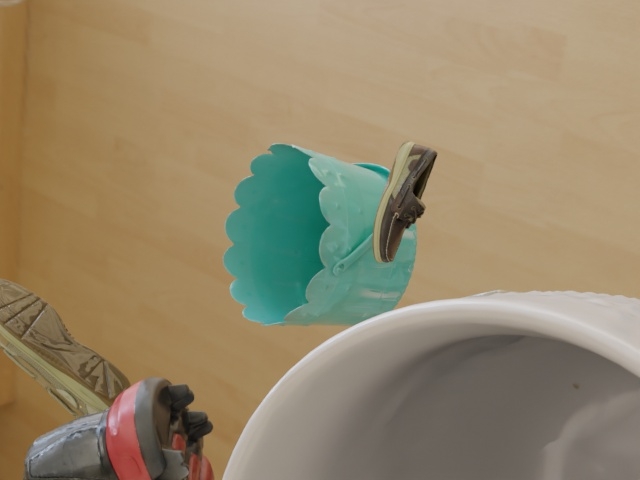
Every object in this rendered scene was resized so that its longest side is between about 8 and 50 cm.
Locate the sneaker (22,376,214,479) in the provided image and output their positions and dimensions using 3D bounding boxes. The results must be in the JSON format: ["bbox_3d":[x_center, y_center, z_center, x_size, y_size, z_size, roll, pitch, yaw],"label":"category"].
[{"bbox_3d":[-0.111,0.213,0.748,0.135,0.097,0.276,-16,124,9],"label":"sneaker"}]

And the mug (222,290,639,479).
[{"bbox_3d":[0.186,0.160,0.566,0.374,0.328,0.276,-5,86,31],"label":"mug"}]

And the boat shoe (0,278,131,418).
[{"bbox_3d":[-0.220,0.091,0.876,0.153,0.056,0.048,38,119,2],"label":"boat shoe"}]

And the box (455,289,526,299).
[{"bbox_3d":[0.307,0.142,1.394,0.148,0.311,0.121,-23,64,59],"label":"box"}]

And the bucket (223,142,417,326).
[{"bbox_3d":[0.000,0.000,1.631,0.281,0.183,0.281,-17,69,53],"label":"bucket"}]

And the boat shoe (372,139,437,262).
[{"bbox_3d":[0.100,-0.045,1.302,0.049,0.056,0.152,12,82,20],"label":"boat shoe"}]
